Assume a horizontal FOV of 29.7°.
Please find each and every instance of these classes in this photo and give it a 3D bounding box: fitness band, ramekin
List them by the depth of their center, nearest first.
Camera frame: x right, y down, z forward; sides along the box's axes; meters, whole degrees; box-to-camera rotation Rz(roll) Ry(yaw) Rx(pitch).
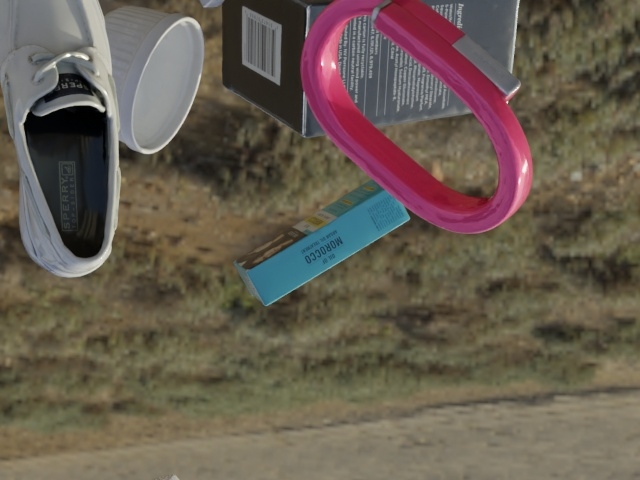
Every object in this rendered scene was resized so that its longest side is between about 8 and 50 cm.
[{"bbox_3d":[0.097,-0.131,1.242,0.291,0.054,0.209,43,143,14],"label":"fitness band"},{"bbox_3d":[-0.263,-0.238,1.735,0.109,0.207,0.207,22,160,14],"label":"ramekin"}]

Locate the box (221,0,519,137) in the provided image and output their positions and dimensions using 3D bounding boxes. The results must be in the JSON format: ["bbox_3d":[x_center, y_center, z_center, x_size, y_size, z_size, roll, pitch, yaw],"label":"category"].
[{"bbox_3d":[0.075,-0.332,1.979,0.395,0.212,0.293,-11,-153,-27],"label":"box"}]

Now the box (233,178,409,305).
[{"bbox_3d":[0.000,0.000,1.735,0.244,0.060,0.100,-31,-166,-10],"label":"box"}]

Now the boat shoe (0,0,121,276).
[{"bbox_3d":[-0.199,-0.106,0.916,0.096,0.267,0.088,-1,177,-24],"label":"boat shoe"}]

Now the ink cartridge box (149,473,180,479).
[{"bbox_3d":[-0.185,0.425,1.607,0.067,0.115,0.198,-25,106,46],"label":"ink cartridge box"}]

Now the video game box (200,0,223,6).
[{"bbox_3d":[-0.143,-0.472,1.742,0.187,0.205,0.048,-31,177,28],"label":"video game box"}]
